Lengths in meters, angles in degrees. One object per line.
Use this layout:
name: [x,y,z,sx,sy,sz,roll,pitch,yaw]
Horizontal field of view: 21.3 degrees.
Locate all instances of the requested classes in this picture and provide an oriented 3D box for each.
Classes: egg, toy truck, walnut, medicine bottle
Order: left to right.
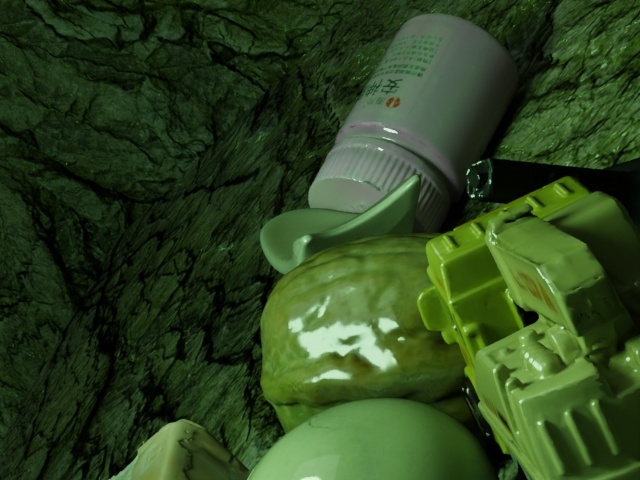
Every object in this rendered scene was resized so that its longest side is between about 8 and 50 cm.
egg: [0.036,0.246,1.394,0.269,0.219,0.219,-52,12,23]
walnut: [0.080,0.104,1.589,0.283,0.227,0.283,-11,-2,0]
medicine bottle: [0.120,-0.131,2.166,0.178,0.178,0.290,-30,27,59]
toy truck: [0.186,0.081,1.216,0.181,0.254,0.405,-23,14,0]

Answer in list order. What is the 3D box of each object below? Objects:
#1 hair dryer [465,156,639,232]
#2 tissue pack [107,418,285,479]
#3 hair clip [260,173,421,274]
hair dryer: [0.239,-0.039,1.449,0.197,0.251,0.089,163,107,-64]
tissue pack: [-0.101,0.327,1.675,0.238,0.238,0.305,-47,13,22]
hair clip: [0.011,0.016,2.037,0.172,0.113,0.282,-29,9,-24]
